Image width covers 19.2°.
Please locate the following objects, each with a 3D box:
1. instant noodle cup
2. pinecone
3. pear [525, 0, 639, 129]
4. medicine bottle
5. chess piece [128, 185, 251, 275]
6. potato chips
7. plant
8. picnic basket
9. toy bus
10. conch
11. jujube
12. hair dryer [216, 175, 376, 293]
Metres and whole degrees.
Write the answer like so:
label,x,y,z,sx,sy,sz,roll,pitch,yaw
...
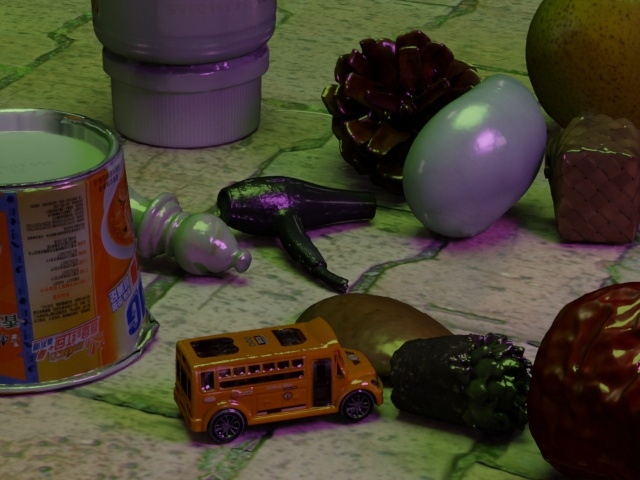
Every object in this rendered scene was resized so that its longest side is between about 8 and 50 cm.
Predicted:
label,x,y,z,sx,sy,sz,roll,pitch,yaw
instant noodle cup,-0.316,0.000,1.933,0.296,0.214,0.296,1,24,0
pinecone,0.111,-0.161,2.345,0.202,0.201,0.229,-29,60,-5
pear,0.409,-0.246,2.463,0.294,0.294,0.294,1,23,0
medicine bottle,-0.180,-0.297,2.508,0.245,0.306,0.245,0,23,0
chess piece,-0.198,-0.021,2.130,0.272,0.139,0.139,23,30,19
potato chips,0.060,0.090,1.945,0.150,0.049,0.202,-8,18,-31
plant,0.140,0.133,1.802,0.143,0.092,0.094,5,15,26
picnic basket,0.327,-0.086,2.240,0.128,0.137,0.178,1,29,3
toy bus,-0.038,0.127,1.803,0.195,0.088,0.083,-7,24,-17
conch,0.194,-0.095,2.220,0.121,0.185,0.221,33,66,26
jujube,0.305,0.138,1.650,0.232,0.213,0.213,21,30,36
hair dryer,0.000,0.000,2.159,0.196,0.075,0.219,0,32,-25
